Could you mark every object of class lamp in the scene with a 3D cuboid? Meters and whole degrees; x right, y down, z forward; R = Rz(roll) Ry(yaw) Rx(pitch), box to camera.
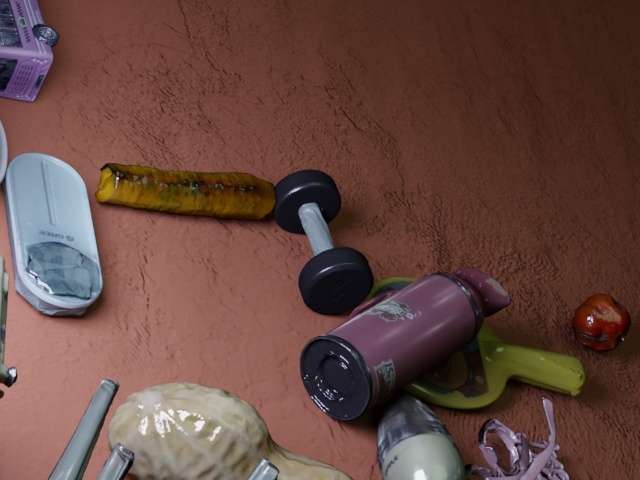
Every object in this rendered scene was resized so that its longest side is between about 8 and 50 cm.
[{"bbox_3d":[0.118,0.263,1.633,0.101,0.101,0.250,20,24,-24],"label":"lamp"}]

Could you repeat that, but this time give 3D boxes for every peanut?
[{"bbox_3d":[-0.080,0.243,1.436,0.298,0.136,0.120,32,30,-8],"label":"peanut"}]

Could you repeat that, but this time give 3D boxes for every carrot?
[{"bbox_3d":[-0.176,-0.065,1.799,0.260,0.070,0.070,5,44,-36],"label":"carrot"}]

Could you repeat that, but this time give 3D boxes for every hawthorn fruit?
[{"bbox_3d":[0.432,0.129,2.087,0.093,0.093,0.093,24,35,-18],"label":"hawthorn fruit"}]

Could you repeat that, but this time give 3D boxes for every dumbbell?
[{"bbox_3d":[0.000,0.000,1.845,0.100,0.100,0.191,12,40,-32],"label":"dumbbell"}]

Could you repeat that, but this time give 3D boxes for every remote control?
[{"bbox_3d":[-0.319,-0.008,1.608,0.104,0.052,0.247,13,40,-30],"label":"remote control"}]

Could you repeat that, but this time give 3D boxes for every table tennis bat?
[{"bbox_3d":[0.214,0.155,1.892,0.368,0.054,0.224,16,40,-22],"label":"table tennis bat"}]

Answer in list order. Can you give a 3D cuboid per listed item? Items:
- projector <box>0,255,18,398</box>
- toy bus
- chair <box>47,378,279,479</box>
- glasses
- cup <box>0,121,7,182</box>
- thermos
[{"bbox_3d":[-0.355,0.128,1.203,0.088,0.269,0.194,22,35,-27],"label":"projector"},{"bbox_3d":[-0.425,-0.284,1.818,0.108,0.096,0.199,3,48,-34],"label":"toy bus"},{"bbox_3d":[-0.182,0.305,1.222,0.203,0.275,0.190,27,10,-11],"label":"chair"},{"bbox_3d":[0.271,0.307,1.719,0.162,0.095,0.255,54,34,-9],"label":"glasses"},{"bbox_3d":[-0.466,-0.168,1.550,0.290,0.219,0.258,48,20,-42],"label":"cup"},{"bbox_3d":[0.111,0.119,1.767,0.330,0.136,0.110,-26,92,-45],"label":"thermos"}]
